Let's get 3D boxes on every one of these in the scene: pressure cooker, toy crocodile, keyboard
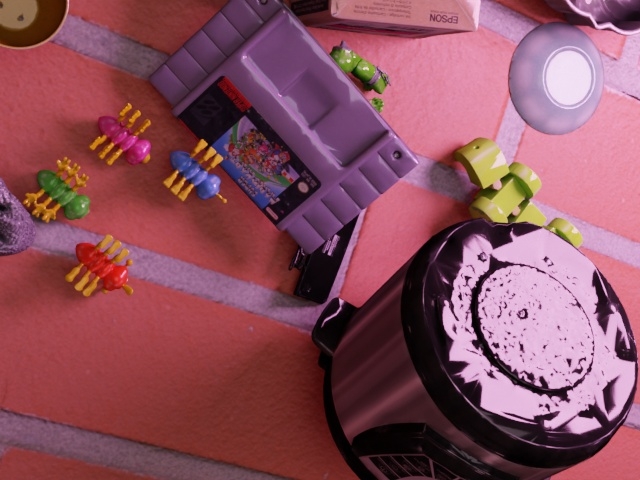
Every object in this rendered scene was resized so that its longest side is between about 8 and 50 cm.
[{"bbox_3d":[0.210,0.209,1.363,0.375,0.420,0.370,-7,66,-29],"label":"pressure cooker"},{"bbox_3d":[0.338,-0.026,1.550,0.115,0.105,0.340,-46,113,-10],"label":"toy crocodile"},{"bbox_3d":[0.000,0.000,1.465,0.100,0.038,0.192,23,86,-44],"label":"keyboard"}]

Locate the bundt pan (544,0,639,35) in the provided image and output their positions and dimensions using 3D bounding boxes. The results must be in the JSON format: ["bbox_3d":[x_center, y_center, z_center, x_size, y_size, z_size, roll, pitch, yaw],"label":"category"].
[{"bbox_3d":[0.474,-0.501,1.528,0.330,0.124,0.331,-2,96,-21],"label":"bundt pan"}]

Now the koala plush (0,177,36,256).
[{"bbox_3d":[-0.511,-0.016,1.192,0.221,0.196,0.203,-40,117,-16],"label":"koala plush"}]

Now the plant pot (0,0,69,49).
[{"bbox_3d":[-0.412,-0.322,1.238,0.134,0.095,0.134,-2,97,-19],"label":"plant pot"}]

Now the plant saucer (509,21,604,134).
[{"bbox_3d":[0.417,-0.279,1.578,0.194,0.037,0.195,-2,97,-19],"label":"plant saucer"}]

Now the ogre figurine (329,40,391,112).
[{"bbox_3d":[0.016,-0.217,1.412,0.197,0.097,0.118,-36,125,3],"label":"ogre figurine"}]

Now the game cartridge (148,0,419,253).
[{"bbox_3d":[-0.055,-0.174,1.341,0.230,0.068,0.355,-41,100,10],"label":"game cartridge"}]

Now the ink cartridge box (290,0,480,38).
[{"bbox_3d":[0.092,-0.357,1.366,0.234,0.193,0.088,1,98,-19],"label":"ink cartridge box"}]

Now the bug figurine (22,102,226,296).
[{"bbox_3d":[-0.283,-0.064,1.327,0.279,0.072,0.216,-44,102,-6],"label":"bug figurine"}]
